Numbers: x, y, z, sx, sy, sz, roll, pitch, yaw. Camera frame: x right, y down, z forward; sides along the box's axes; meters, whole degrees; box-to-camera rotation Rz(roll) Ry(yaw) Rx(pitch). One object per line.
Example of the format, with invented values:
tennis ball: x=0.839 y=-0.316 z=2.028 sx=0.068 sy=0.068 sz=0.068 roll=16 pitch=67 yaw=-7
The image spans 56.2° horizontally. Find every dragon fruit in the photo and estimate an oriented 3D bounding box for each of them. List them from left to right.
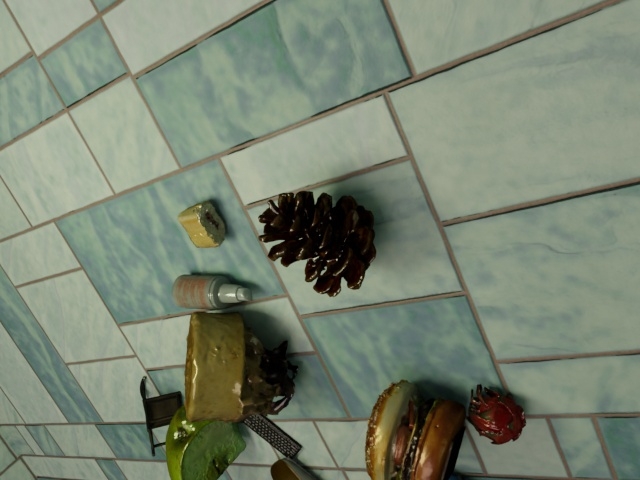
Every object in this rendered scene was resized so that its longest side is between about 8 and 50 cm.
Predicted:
dragon fruit: x=0.428 y=0.429 z=1.463 sx=0.142 sy=0.130 sz=0.121 roll=-5 pitch=148 yaw=32

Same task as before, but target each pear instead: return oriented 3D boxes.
pear: x=-0.416 y=0.664 z=1.985 sx=0.176 sy=0.286 sz=0.282 roll=19 pitch=142 yaw=39

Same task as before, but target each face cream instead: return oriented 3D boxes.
face cream: x=-0.308 y=0.150 z=1.734 sx=0.251 sy=0.101 sz=0.101 roll=-1 pitch=117 yaw=31

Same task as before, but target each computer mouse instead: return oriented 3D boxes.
computer mouse: x=-0.038 y=0.851 z=2.008 sx=0.310 sy=0.072 sz=0.158 roll=39 pitch=135 yaw=0

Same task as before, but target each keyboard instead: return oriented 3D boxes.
keyboard: x=-0.203 y=0.620 z=2.010 sx=0.309 sy=0.018 sz=0.101 roll=37 pitch=130 yaw=6

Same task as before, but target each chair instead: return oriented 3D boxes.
chair: x=-0.568 y=0.620 z=2.160 sx=0.260 sy=0.141 sz=0.155 roll=-123 pitch=29 yaw=-54

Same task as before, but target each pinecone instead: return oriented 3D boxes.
pinecone: x=0.000 y=0.000 z=1.357 sx=0.309 sy=0.244 sz=0.244 roll=17 pitch=138 yaw=-29

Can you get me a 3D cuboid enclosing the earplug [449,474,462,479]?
earplug: x=0.304 y=0.690 z=1.686 sx=0.273 sy=0.132 sz=0.132 roll=28 pitch=129 yaw=18

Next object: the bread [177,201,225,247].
bread: x=-0.320 y=-0.045 z=1.639 sx=0.106 sy=0.082 sz=0.125 roll=0 pitch=128 yaw=42

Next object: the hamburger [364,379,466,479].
hamburger: x=0.235 y=0.506 z=1.525 sx=0.225 sy=0.291 sz=0.291 roll=13 pitch=123 yaw=25

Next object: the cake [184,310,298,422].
cake: x=-0.227 y=0.365 z=1.735 sx=0.321 sy=0.332 sz=0.332 roll=5 pitch=129 yaw=-16
